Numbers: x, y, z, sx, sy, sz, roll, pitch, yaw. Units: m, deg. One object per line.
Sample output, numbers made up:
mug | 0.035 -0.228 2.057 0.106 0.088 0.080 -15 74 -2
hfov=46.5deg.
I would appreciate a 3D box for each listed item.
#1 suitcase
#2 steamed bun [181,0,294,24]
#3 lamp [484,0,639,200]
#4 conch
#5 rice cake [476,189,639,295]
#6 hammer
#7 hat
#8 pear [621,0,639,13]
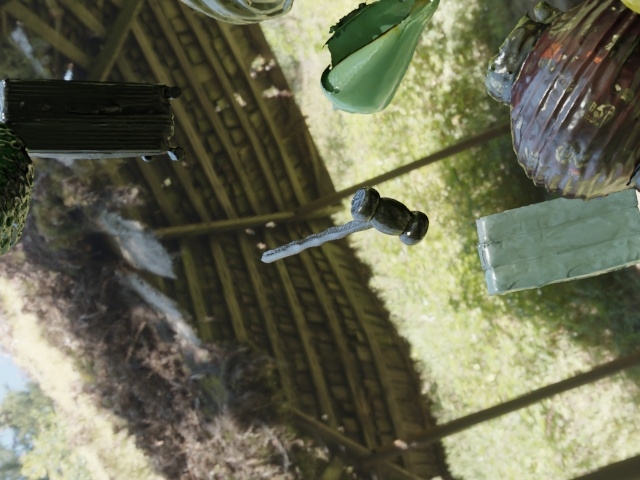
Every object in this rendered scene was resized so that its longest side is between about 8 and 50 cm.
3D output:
suitcase | -0.465 -0.231 1.470 0.230 0.335 0.152 8 101 61
steamed bun | -0.133 -0.518 1.253 0.342 0.368 0.255 57 -171 -50
lamp | 0.298 -0.156 0.795 0.247 0.247 0.247 -21 -90 -81
conch | 0.086 -0.334 1.292 0.143 0.137 0.250 53 130 50
rice cake | 0.316 -0.002 0.988 0.038 0.211 0.124 38 -136 -71
hammer | 0.000 0.000 0.681 0.058 0.029 0.292 27 162 -18
hat | -0.606 -0.026 1.216 0.274 0.242 0.332 -87 15 -51
pear | 0.316 -0.288 0.562 0.271 0.271 0.271 -21 -90 -81
